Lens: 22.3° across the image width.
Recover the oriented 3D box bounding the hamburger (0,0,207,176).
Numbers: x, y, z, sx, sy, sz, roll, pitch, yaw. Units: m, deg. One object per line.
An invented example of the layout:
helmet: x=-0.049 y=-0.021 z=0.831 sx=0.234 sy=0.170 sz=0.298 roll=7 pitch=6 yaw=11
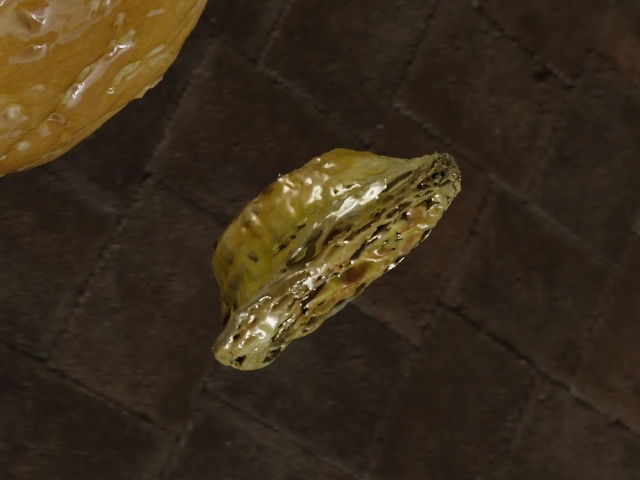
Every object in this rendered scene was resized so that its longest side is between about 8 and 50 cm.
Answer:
hamburger: x=-0.143 y=-0.158 z=0.831 sx=0.209 sy=0.330 sz=0.162 roll=-25 pitch=67 yaw=-25

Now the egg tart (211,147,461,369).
egg tart: x=0.000 y=0.000 z=0.656 sx=0.129 sy=0.129 sz=0.049 roll=-33 pitch=77 yaw=-31
